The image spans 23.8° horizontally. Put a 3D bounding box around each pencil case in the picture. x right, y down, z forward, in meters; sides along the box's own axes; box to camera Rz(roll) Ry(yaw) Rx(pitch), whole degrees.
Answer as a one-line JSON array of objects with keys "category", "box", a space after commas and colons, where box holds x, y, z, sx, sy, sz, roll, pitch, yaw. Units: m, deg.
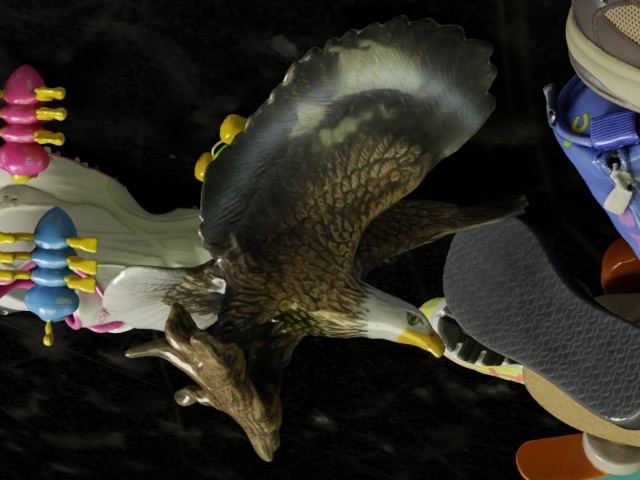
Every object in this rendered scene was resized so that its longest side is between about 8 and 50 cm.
[{"category": "pencil case", "box": [0.269, -0.001, 1.027, 0.119, 0.133, 0.306, -4, 130, 45]}]

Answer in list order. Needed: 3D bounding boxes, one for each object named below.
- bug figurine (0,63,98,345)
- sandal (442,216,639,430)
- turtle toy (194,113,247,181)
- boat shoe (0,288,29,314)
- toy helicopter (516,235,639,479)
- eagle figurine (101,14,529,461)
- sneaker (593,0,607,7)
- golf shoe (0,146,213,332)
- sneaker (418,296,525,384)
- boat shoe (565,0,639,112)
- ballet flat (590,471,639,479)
[{"category": "bug figurine", "box": [-0.295, -0.039, 1.182, 0.279, 0.216, 0.072, 8, -174, 7]}, {"category": "sandal", "box": [0.179, 0.064, 1.159, 0.054, 0.254, 0.097, 25, 105, -43]}, {"category": "turtle toy", "box": [-0.041, -0.052, 1.182, 0.095, 0.066, 0.130, 22, 136, -16]}, {"category": "boat shoe", "box": [-0.356, 0.010, 1.397, 0.228, 0.080, 0.076, 24, 146, -34]}, {"category": "toy helicopter", "box": [0.326, 0.160, 1.272, 0.355, 0.140, 0.235, 27, 136, -14]}, {"category": "eagle figurine", "box": [0.009, 0.006, 1.100, 0.225, 0.298, 0.226, 38, 159, -14]}, {"category": "sneaker", "box": [0.118, -0.201, 0.791, 0.234, 0.153, 0.094, 3, -172, 1]}, {"category": "golf shoe", "box": [-0.150, 0.032, 1.294, 0.306, 0.140, 0.115, 18, 147, -13]}, {"category": "sneaker", "box": [0.174, 0.089, 1.345, 0.208, 0.082, 0.094, 23, 172, -25]}, {"category": "boat shoe", "box": [0.266, -0.112, 0.811, 0.355, 0.132, 0.130, 25, 145, 42]}, {"category": "ballet flat", "box": [0.482, 0.247, 1.440, 0.482, 0.164, 0.182, -10, 165, 41]}]
